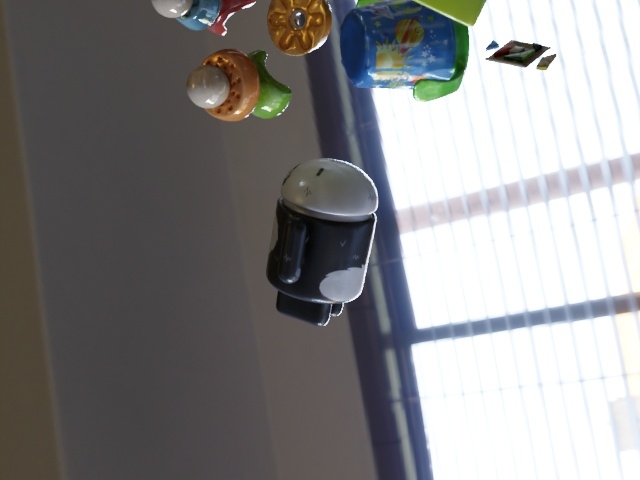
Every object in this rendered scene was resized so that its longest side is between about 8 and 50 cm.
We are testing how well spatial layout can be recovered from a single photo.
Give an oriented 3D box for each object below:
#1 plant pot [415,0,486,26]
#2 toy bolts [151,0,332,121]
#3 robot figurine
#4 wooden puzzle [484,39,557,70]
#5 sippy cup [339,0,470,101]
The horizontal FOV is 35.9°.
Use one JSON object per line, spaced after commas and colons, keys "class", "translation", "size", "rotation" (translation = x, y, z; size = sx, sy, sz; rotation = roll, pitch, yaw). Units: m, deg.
{"class": "plant pot", "translation": [0.153, -0.466, 1.414], "size": [0.228, 0.207, 0.227], "rotation": [21, -156, -15]}
{"class": "toy bolts", "translation": [-0.126, -0.304, 1.381], "size": [0.228, 0.218, 0.158], "rotation": [54, -148, 15]}
{"class": "robot figurine", "translation": [-0.001, -0.001, 1.674], "size": [0.174, 0.209, 0.278], "rotation": [4, -71, -17]}
{"class": "wooden puzzle", "translation": [0.277, -0.263, 1.379], "size": [0.078, 0.116, 0.014], "rotation": [-41, -47, -38]}
{"class": "sippy cup", "translation": [0.169, -0.421, 2.121], "size": [0.224, 0.305, 0.240], "rotation": [-10, -77, -19]}
